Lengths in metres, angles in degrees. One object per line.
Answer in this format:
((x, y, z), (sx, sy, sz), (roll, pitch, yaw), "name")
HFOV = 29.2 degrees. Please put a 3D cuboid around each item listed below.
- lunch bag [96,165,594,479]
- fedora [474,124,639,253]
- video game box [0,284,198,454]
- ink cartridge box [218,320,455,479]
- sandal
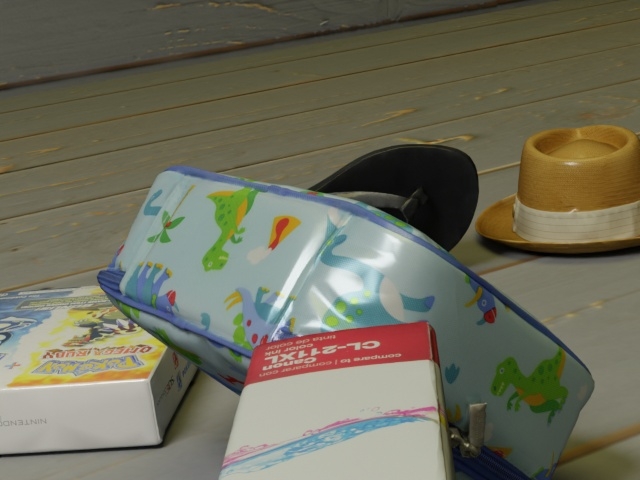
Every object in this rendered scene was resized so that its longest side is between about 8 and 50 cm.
((0.010, 0.048, 0.593), (0.219, 0.090, 0.176), (15, -17, 49), "lunch bag")
((0.213, -0.048, 0.996), (0.194, 0.079, 0.194), (-6, 15, 2), "fedora")
((-0.181, 0.077, 0.777), (0.205, 0.048, 0.187), (-5, 18, 7), "video game box")
((0.013, 0.117, 0.395), (0.072, 0.127, 0.175), (-7, 15, 5), "ink cartridge box")
((0.000, 0.001, 0.903), (0.255, 0.097, 0.054), (-18, 15, -2), "sandal")
